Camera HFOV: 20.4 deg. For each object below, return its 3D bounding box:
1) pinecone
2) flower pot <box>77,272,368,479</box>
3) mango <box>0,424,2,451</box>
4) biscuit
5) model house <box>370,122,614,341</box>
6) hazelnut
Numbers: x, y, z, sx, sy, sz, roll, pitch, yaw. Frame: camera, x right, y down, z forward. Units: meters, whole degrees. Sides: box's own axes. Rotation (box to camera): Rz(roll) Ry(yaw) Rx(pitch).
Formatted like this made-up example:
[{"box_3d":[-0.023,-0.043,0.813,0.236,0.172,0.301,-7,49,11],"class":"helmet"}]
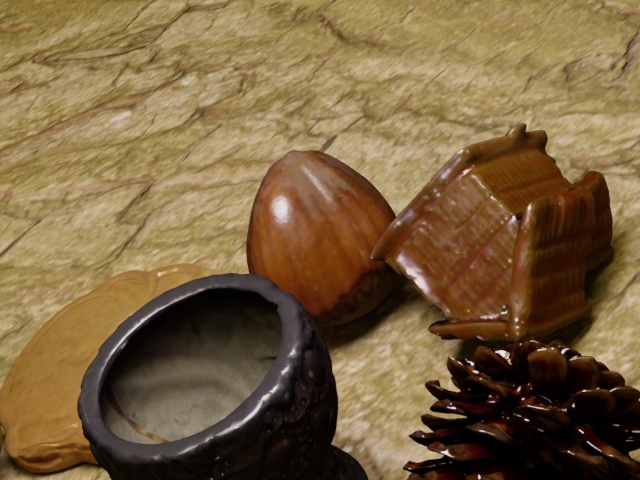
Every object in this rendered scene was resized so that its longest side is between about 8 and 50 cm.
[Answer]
[{"box_3d":[0.190,0.236,1.705,0.246,0.246,0.292,12,72,41],"class":"pinecone"},{"box_3d":[-0.080,0.212,1.865,0.267,0.267,0.266,-18,39,15],"class":"flower pot"},{"box_3d":[-0.489,0.291,2.150,0.167,0.130,0.262,20,65,41],"class":"mango"},{"box_3d":[-0.240,0.149,2.216,0.351,0.057,0.312,-8,43,25],"class":"biscuit"},{"box_3d":[0.218,0.013,2.011,0.229,0.199,0.219,53,124,23],"class":"model house"},{"box_3d":[0.008,-0.003,2.115,0.186,0.210,0.210,27,59,15],"class":"hazelnut"}]
